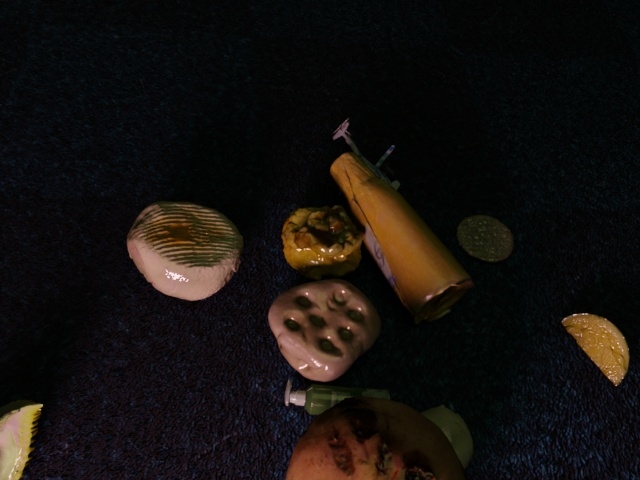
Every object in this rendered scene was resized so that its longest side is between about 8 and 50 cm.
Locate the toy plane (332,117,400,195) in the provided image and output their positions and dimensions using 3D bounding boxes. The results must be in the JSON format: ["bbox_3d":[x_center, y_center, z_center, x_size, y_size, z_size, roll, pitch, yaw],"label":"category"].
[{"bbox_3d":[0.117,-0.185,1.548,0.273,0.107,0.182,40,100,40],"label":"toy plane"}]

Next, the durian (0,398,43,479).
[{"bbox_3d":[-0.606,0.392,0.938,0.157,0.169,0.355,32,54,12],"label":"durian"}]

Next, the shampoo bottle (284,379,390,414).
[{"bbox_3d":[0.031,0.314,1.167,0.205,0.065,0.065,6,53,-5],"label":"shampoo bottle"}]

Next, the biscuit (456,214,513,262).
[{"bbox_3d":[0.415,-0.005,1.489,0.152,0.020,0.152,4,55,-5],"label":"biscuit"}]

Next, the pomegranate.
[{"bbox_3d":[0.093,0.419,0.972,0.322,0.322,0.322,4,53,-6],"label":"pomegranate"}]

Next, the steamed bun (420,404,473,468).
[{"bbox_3d":[0.231,0.382,1.131,0.113,0.091,0.130,-19,59,-19],"label":"steamed bun"}]

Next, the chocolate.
[{"bbox_3d":[0.158,-0.020,1.370,0.162,0.162,0.445,-23,62,-23],"label":"chocolate"}]

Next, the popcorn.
[{"bbox_3d":[0.003,-0.004,1.342,0.198,0.155,0.197,4,41,-3],"label":"popcorn"}]

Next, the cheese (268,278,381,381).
[{"bbox_3d":[0.006,0.186,1.219,0.235,0.117,0.218,9,51,-3],"label":"cheese"}]

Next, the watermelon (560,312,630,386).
[{"bbox_3d":[0.645,0.231,1.347,0.092,0.075,0.181,-44,61,15],"label":"watermelon"}]

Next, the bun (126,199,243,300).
[{"bbox_3d":[-0.286,0.025,1.271,0.244,0.153,0.243,14,49,-17],"label":"bun"}]
